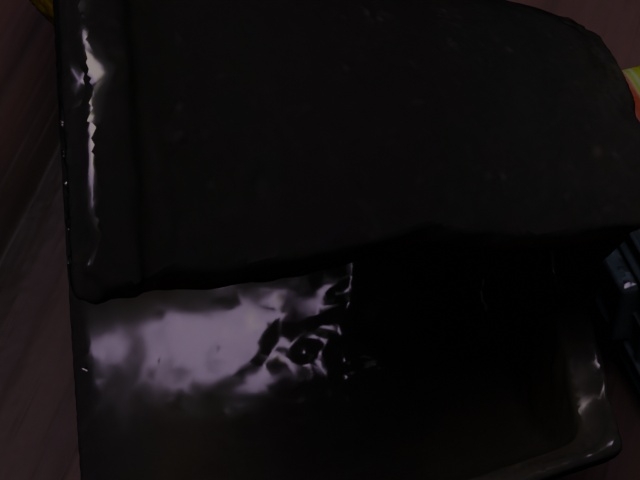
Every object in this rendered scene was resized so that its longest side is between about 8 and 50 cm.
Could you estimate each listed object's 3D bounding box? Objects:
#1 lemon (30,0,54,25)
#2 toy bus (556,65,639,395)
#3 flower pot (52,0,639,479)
[{"bbox_3d":[-0.065,-0.210,0.956,0.267,0.267,0.267,-6,55,9],"label":"lemon"},{"bbox_3d":[0.199,0.029,0.810,0.120,0.121,0.265,-16,53,-10],"label":"toy bus"},{"bbox_3d":[0.000,0.000,0.758,0.251,0.379,0.379,-5,54,-9],"label":"flower pot"}]
